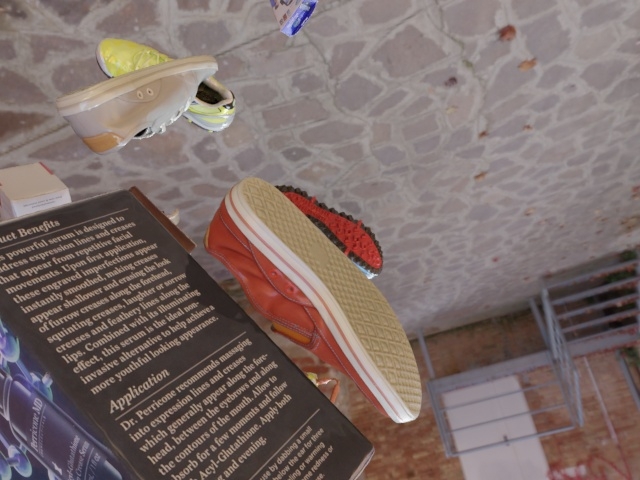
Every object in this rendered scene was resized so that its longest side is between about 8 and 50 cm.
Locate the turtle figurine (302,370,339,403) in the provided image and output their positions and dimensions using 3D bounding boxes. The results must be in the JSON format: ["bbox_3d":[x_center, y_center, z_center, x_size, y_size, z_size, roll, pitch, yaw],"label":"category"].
[{"bbox_3d":[-0.119,0.244,0.894,0.217,0.087,0.269,4,-160,45],"label":"turtle figurine"}]

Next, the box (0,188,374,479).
[{"bbox_3d":[-0.201,0.196,0.588,0.212,0.395,0.294,-29,158,-54],"label":"box"}]

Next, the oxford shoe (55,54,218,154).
[{"bbox_3d":[-0.340,-0.283,1.142,0.169,0.130,0.449,-10,-157,24],"label":"oxford shoe"}]

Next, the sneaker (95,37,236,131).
[{"bbox_3d":[-0.391,-0.432,1.491,0.384,0.145,0.147,23,158,-19],"label":"sneaker"}]

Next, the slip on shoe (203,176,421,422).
[{"bbox_3d":[-0.004,0.078,0.652,0.101,0.331,0.123,-40,-175,29],"label":"slip on shoe"}]

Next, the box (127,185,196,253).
[{"bbox_3d":[-0.378,0.044,1.068,0.203,0.167,0.168,-49,-173,-36],"label":"box"}]

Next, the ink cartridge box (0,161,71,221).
[{"bbox_3d":[-0.677,-0.009,1.382,0.131,0.226,0.307,-23,126,-33],"label":"ink cartridge box"}]

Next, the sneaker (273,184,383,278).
[{"bbox_3d":[0.000,0.000,1.094,0.104,0.261,0.125,-48,168,-45],"label":"sneaker"}]

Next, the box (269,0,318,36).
[{"bbox_3d":[-0.049,-0.427,1.016,0.028,0.136,0.081,21,128,-36],"label":"box"}]

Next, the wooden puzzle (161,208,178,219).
[{"bbox_3d":[-0.524,-0.050,1.626,0.238,0.045,0.221,-13,178,-14],"label":"wooden puzzle"}]
